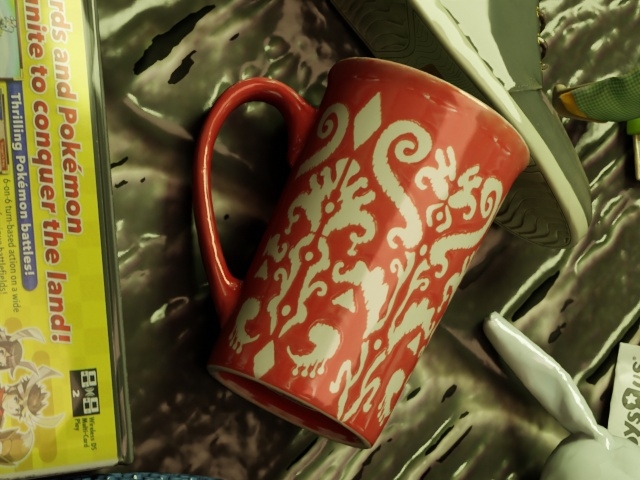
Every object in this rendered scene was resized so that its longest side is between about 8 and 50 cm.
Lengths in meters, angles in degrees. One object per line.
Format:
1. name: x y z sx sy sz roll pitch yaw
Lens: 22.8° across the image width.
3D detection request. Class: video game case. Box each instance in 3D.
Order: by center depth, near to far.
1. video game case: -0.211 -0.022 0.696 0.248 0.035 0.274 -4 88 -31

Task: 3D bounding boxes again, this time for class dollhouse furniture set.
1. dollhouse furniture set: 0.206 -0.059 0.922 0.152 0.076 0.058 4 81 -42

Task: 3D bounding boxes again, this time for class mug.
1. mug: 0.005 0.004 0.803 0.169 0.150 0.113 -65 153 -14

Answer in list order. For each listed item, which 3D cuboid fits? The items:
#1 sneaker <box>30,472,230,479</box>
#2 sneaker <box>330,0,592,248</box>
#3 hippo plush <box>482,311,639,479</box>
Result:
1. sneaker: -0.134 0.157 0.708 0.232 0.081 0.090 -4 91 -25
2. sneaker: 0.103 -0.108 0.865 0.118 0.083 0.222 -44 108 -27
3. hippo plush: 0.228 0.198 0.829 0.234 0.236 0.294 13 80 -30
